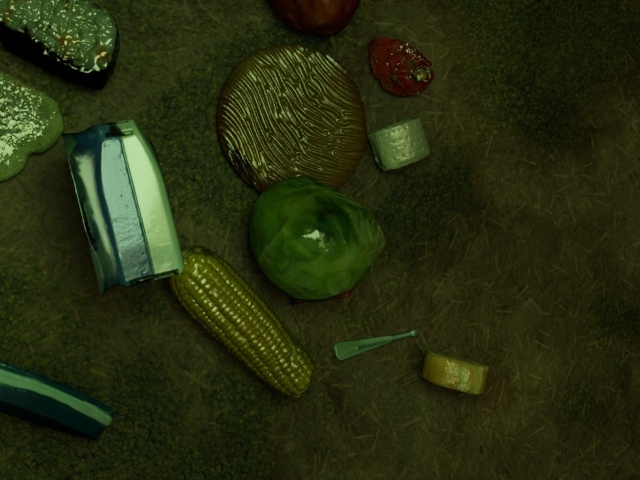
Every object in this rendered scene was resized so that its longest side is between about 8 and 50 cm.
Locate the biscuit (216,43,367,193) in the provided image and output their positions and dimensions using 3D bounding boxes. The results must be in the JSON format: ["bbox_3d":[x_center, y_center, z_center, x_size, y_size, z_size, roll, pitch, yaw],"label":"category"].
[{"bbox_3d":[-0.050,-0.231,1.466,0.317,0.040,0.318,0,89,-23],"label":"biscuit"}]

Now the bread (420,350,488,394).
[{"bbox_3d":[0.283,0.281,1.553,0.149,0.122,0.073,16,87,-21],"label":"bread"}]

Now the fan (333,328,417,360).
[{"bbox_3d":[0.116,0.210,1.541,0.193,0.016,0.038,-12,92,-22],"label":"fan"}]

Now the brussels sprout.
[{"bbox_3d":[0.000,0.000,1.393,0.271,0.219,0.210,-4,131,-36],"label":"brussels sprout"}]

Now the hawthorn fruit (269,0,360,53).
[{"bbox_3d":[-0.010,-0.476,1.414,0.189,0.189,0.252,-28,106,-20],"label":"hawthorn fruit"}]

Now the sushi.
[{"bbox_3d":[-0.446,-0.353,1.258,0.225,0.126,0.136,35,77,-17],"label":"sushi"}]

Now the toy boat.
[{"bbox_3d":[-0.462,0.266,1.229,0.299,0.096,0.062,37,50,-42],"label":"toy boat"}]

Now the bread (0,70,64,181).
[{"bbox_3d":[-0.586,-0.200,1.236,0.286,0.056,0.208,23,79,-19],"label":"bread"}]

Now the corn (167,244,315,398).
[{"bbox_3d":[-0.147,0.152,1.379,0.120,0.120,0.363,-45,105,-17],"label":"corn"}]

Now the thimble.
[{"bbox_3d":[0.164,-0.196,1.521,0.115,0.102,0.090,-22,100,-13],"label":"thimble"}]

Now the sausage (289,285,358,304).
[{"bbox_3d":[0.010,0.098,1.482,0.145,0.050,0.048,-5,50,-22],"label":"sausage"}]

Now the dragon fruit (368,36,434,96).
[{"bbox_3d":[0.168,-0.348,1.523,0.162,0.106,0.083,37,77,-21],"label":"dragon fruit"}]

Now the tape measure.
[{"bbox_3d":[-0.325,-0.056,1.231,0.138,0.262,0.260,-12,94,-15],"label":"tape measure"}]
